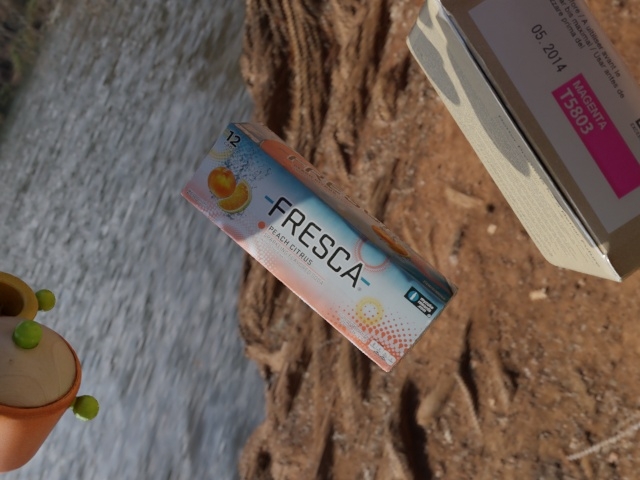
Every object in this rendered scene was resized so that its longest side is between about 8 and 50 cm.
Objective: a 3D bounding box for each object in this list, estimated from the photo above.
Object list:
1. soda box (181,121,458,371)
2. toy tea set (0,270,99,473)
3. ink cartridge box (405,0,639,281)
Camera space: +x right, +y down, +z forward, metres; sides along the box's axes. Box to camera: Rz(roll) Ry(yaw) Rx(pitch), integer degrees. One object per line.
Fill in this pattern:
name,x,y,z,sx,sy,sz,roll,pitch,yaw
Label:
soda box,0.000,0.000,0.610,0.063,0.183,0.058,-52,-8,17
toy tea set,-0.324,0.069,0.650,0.200,0.336,0.124,55,129,36
ink cartridge box,0.167,-0.093,0.696,0.088,0.235,0.193,-33,3,0
